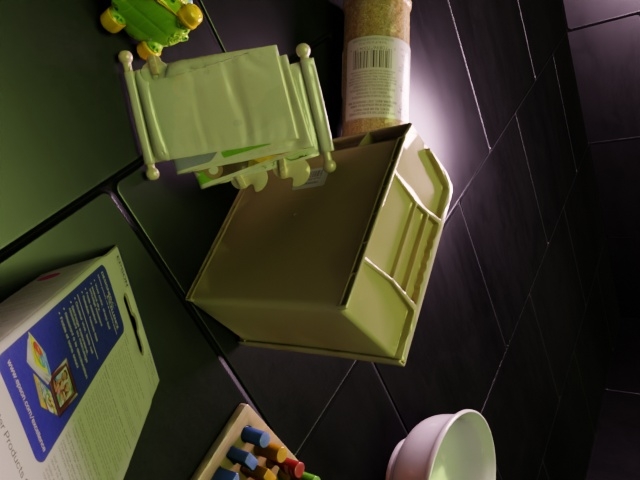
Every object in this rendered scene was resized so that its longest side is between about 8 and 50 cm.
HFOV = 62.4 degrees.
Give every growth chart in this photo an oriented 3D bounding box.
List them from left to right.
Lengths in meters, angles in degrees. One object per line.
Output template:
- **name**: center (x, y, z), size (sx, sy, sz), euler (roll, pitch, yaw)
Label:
- **growth chart**: center (-0.105, -0.140, 0.612), size (0.021, 0.238, 0.171), euler (-95, 180, -79)

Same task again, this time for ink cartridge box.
- **ink cartridge box**: center (-0.211, 0.128, 0.432), size (0.371, 0.069, 0.175), euler (-114, -169, -77)

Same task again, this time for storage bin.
- **storage bin**: center (0.000, 0.000, 0.670), size (0.123, 0.262, 0.260), euler (45, 56, -38)

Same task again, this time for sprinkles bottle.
- **sprinkles bottle**: center (0.095, -0.237, 0.901), size (0.121, 0.121, 0.355), euler (6, 84, -50)

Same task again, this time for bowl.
- **bowl**: center (0.217, 0.464, 1.014), size (0.298, 0.134, 0.297), euler (2, 88, -50)

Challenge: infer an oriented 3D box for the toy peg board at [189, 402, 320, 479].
- **toy peg board**: center (-0.082, 0.333, 0.700), size (0.161, 0.079, 0.160), euler (-56, 129, -36)

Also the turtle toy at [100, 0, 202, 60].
- **turtle toy**: center (-0.196, -0.269, 0.585), size (0.130, 0.095, 0.066), euler (36, 40, -45)
